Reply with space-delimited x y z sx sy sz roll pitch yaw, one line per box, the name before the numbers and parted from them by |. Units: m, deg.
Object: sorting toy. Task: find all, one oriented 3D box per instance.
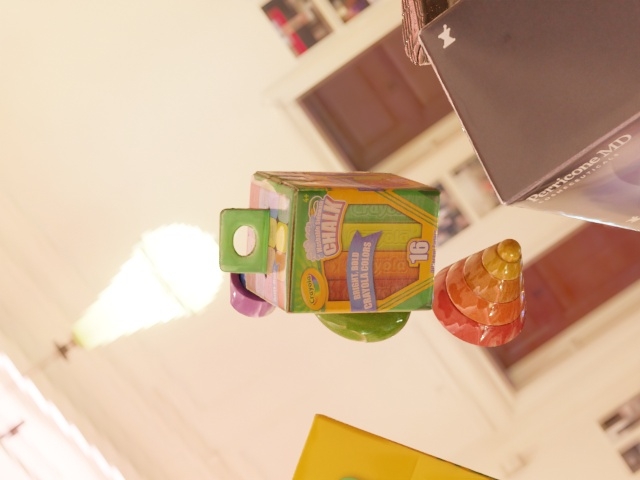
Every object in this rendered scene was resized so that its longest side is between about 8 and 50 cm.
sorting toy | 0.082 0.033 1.811 0.126 0.366 0.127 115 154 -50

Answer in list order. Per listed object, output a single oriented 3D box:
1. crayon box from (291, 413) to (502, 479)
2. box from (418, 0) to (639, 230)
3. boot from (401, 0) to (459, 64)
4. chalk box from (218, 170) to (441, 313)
crayon box | 0.084 0.370 1.350 0.313 0.363 0.106 18 173 17
box | 0.294 -0.157 1.314 0.294 0.296 0.182 8 -128 -53
boot | 0.162 -0.297 1.629 0.083 0.161 0.246 -163 68 -71
chalk box | 0.000 0.000 1.666 0.132 0.213 0.132 -154 65 -65
